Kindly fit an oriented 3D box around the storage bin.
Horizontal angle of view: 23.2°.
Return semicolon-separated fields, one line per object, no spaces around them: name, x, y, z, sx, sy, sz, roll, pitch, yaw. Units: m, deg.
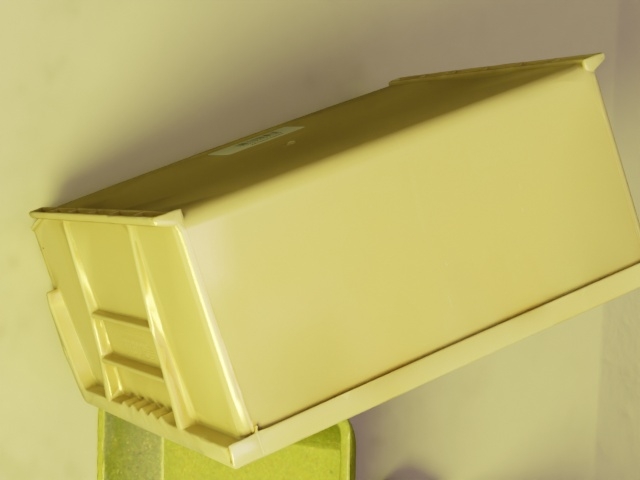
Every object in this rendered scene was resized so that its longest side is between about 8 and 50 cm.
storage bin;0.000;0.000;0.859;0.262;0.260;0.123;-22;101;-23

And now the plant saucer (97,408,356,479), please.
plant saucer;-0.048;0.183;0.902;0.045;0.188;0.188;-1;92;-53
